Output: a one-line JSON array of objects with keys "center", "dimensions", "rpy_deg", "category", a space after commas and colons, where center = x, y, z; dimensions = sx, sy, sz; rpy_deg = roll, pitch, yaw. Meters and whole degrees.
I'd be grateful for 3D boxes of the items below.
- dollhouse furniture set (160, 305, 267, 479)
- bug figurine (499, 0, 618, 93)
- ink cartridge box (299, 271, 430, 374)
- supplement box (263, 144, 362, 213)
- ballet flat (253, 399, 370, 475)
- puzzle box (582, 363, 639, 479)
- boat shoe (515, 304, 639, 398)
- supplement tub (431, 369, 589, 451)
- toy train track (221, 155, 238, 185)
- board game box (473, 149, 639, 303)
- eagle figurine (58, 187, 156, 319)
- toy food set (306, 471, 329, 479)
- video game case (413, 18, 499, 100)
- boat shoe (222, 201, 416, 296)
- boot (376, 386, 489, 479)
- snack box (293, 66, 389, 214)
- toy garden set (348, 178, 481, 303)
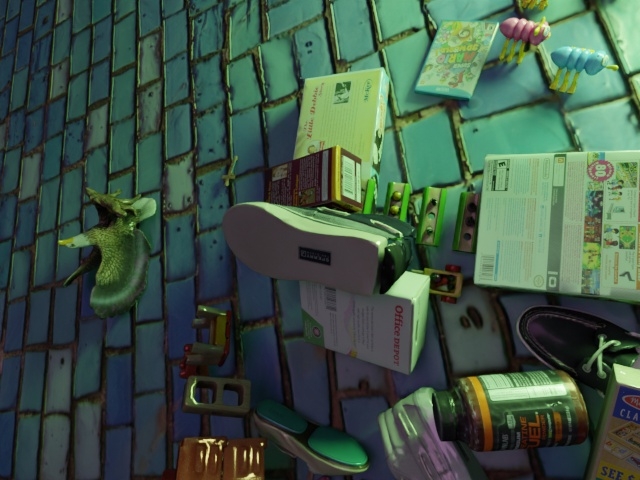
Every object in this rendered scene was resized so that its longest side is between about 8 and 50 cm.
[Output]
[{"center": [-0.205, 0.346, 0.827], "dimensions": [0.201, 0.152, 0.374], "rpy_deg": [123, 151, -41], "category": "dollhouse furniture set"}, {"center": [0.448, -0.414, 0.750], "dimensions": [0.216, 0.072, 0.279], "rpy_deg": [24, 89, 29], "category": "bug figurine"}, {"center": [0.077, 0.126, 0.749], "dimensions": [0.212, 0.093, 0.154], "rpy_deg": [11, 117, 30], "category": "ink cartridge box"}, {"center": [-0.019, -0.098, 0.803], "dimensions": [0.188, 0.080, 0.104], "rpy_deg": [-9, 73, 39], "category": "supplement box"}, {"center": [-0.023, 0.382, 0.787], "dimensions": [0.248, 0.086, 0.086], "rpy_deg": [17, 85, 30], "category": "ballet flat"}, {"center": [0.537, 0.326, 0.467], "dimensions": [0.408, 0.052, 0.272], "rpy_deg": [11, 107, 28], "category": "puzzle box"}, {"center": [0.433, 0.178, 0.595], "dimensions": [0.302, 0.091, 0.114], "rpy_deg": [23, 88, 29], "category": "boat shoe"}, {"center": [0.270, 0.252, 0.621], "dimensions": [0.197, 0.106, 0.106], "rpy_deg": [-8, 73, 6], "category": "supplement tub"}, {"center": [-0.222, -0.173, 1.055], "dimensions": [0.048, 0.014, 0.083], "rpy_deg": [7, 74, 35], "category": "toy train track"}, {"center": [0.412, -0.021, 0.655], "dimensions": [0.303, 0.097, 0.224], "rpy_deg": [4, 80, 29], "category": "board game box"}, {"center": [-0.562, 0.018, 1.103], "dimensions": [0.226, 0.225, 0.298], "rpy_deg": [-109, 27, -63], "category": "eagle figurine"}, {"center": [0.013, 0.470, 0.755], "dimensions": [0.122, 0.019, 0.078], "rpy_deg": [9, 81, 40], "category": "toy food set"}, {"center": [0.275, -0.371, 0.857], "dimensions": [0.119, 0.015, 0.166], "rpy_deg": [20, 87, 29], "category": "video game case"}, {"center": [0.000, 0.000, 0.730], "dimensions": [0.340, 0.158, 0.127], "rpy_deg": [17, 112, 30], "category": "boat shoe"}, {"center": [0.188, 0.382, 0.675], "dimensions": [0.123, 0.095, 0.258], "rpy_deg": [-38, 55, 20], "category": "boot"}, {"center": [0.038, -0.204, 0.906], "dimensions": [0.187, 0.060, 0.322], "rpy_deg": [3, 79, 26], "category": "snack box"}, {"center": [0.161, -0.004, 0.767], "dimensions": [0.244, 0.049, 0.204], "rpy_deg": [9, 86, 13], "category": "toy garden set"}]
